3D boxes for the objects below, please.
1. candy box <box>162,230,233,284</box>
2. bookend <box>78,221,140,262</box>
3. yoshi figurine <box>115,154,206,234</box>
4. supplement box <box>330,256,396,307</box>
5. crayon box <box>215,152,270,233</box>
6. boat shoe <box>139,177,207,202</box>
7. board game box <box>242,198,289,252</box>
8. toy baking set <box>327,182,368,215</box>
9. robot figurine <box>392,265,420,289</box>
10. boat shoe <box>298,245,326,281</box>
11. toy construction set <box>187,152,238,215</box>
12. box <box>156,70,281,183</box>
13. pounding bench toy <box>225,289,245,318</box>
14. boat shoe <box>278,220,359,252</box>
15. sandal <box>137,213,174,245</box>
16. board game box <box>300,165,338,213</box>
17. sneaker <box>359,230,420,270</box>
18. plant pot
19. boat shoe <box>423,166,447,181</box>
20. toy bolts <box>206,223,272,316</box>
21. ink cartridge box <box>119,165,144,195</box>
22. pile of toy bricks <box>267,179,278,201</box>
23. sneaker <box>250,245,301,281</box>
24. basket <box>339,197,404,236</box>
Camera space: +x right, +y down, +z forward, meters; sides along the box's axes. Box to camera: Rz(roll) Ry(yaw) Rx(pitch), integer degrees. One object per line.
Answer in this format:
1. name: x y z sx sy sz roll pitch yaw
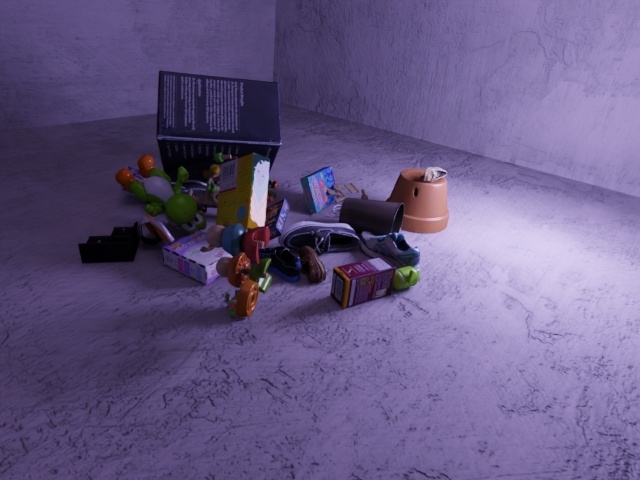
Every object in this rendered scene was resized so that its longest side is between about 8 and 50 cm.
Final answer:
1. candy box: -0.389 0.051 1.397 0.196 0.070 0.164 20 31 26
2. bookend: -0.701 0.004 1.423 0.156 0.073 0.157 -2 28 -13
3. yoshi figurine: -0.566 -0.168 1.551 0.362 0.204 0.203 39 17 8
4. supplement box: 0.132 0.127 1.318 0.188 0.104 0.081 -11 32 -29
5. crayon box: -0.282 -0.130 1.505 0.202 0.319 0.081 -6 -14 43
6. boat shoe: -0.603 -0.194 1.785 0.302 0.114 0.091 -3 54 -34
7. board game box: -0.207 -0.060 1.581 0.164 0.042 0.243 -24 24 15
8. toy baking set: 0.133 -0.163 1.890 0.196 0.030 0.256 1 51 -18
9. robot figurine: 0.272 0.123 1.390 0.115 0.067 0.101 -10 5 -27
10. boat shoe: -0.040 0.075 1.425 0.060 0.064 0.178 -7 34 -24
11. toy construction set: -0.431 -0.217 1.771 0.236 0.258 0.309 -4 7 7
12. box: -0.444 -0.459 1.853 0.470 0.298 0.480 1 -13 -16
13. pounding bench toy: -0.243 0.180 1.203 0.083 0.052 0.065 10 29 8
14. boat shoe: 0.000 0.000 1.540 0.300 0.108 0.102 -1 29 -24
15. sandal: -0.577 -0.027 1.437 0.076 0.102 0.265 -39 26 -23
16. board game box: 0.000 -0.228 1.891 0.047 0.160 0.210 -3 21 33
17. sneaker: 0.255 0.015 1.529 0.110 0.122 0.283 -17 35 -36
18. plant pot: 0.432 -0.186 1.853 0.290 0.204 0.291 5 29 -3
19. boat shoe: 0.473 -0.272 1.750 0.048 0.056 0.153 20 23 33
20. toy bolts: -0.234 0.067 1.131 0.158 0.229 0.218 11 37 9
21. ink cartridge box: -0.756 -0.234 1.850 0.208 0.045 0.206 22 20 -29
22. pile of toy bricks: -0.249 -0.222 1.923 0.212 0.118 0.105 12 -4 46
23. sneaker: -0.156 0.053 1.416 0.232 0.091 0.081 23 33 28
24. basket: 0.200 -0.090 1.696 0.226 0.154 0.204 12 29 19
